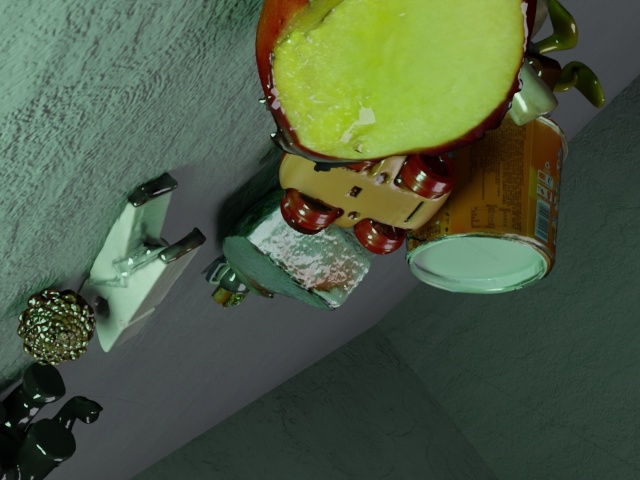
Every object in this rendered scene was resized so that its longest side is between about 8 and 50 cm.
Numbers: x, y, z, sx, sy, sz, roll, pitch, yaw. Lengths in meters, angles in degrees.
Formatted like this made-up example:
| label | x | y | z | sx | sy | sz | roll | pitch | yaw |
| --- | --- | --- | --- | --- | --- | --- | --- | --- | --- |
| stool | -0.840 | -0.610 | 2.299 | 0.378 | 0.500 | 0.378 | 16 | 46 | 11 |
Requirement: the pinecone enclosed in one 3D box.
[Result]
| label | x | y | z | sx | sy | sz | roll | pitch | yaw |
| --- | --- | --- | --- | --- | --- | --- | --- | --- | --- |
| pinecone | -0.332 | 0.111 | 1.565 | 0.102 | 0.102 | 0.109 | -39 | 170 | 2 |

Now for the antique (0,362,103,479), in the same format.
| label | x | y | z | sx | sy | sz | roll | pitch | yaw |
| --- | --- | --- | --- | --- | --- | --- | --- | --- | --- |
| antique | -0.488 | 0.329 | 1.786 | 0.255 | 0.185 | 0.322 | -52 | 164 | 28 |

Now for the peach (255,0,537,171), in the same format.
| label | x | y | z | sx | sy | sz | roll | pitch | yaw |
| --- | --- | --- | --- | --- | --- | --- | --- | --- | --- |
| peach | 0.070 | -0.240 | 1.166 | 0.258 | 0.201 | 0.361 | 2 | 145 | -6 |

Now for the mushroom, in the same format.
| label | x | y | z | sx | sy | sz | roll | pitch | yaw |
| --- | --- | --- | --- | --- | --- | --- | --- | --- | --- |
| mushroom | 0.224 | -0.244 | 1.608 | 0.207 | 0.215 | 0.207 | -37 | 178 | -2 |

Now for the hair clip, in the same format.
| label | x | y | z | sx | sy | sz | roll | pitch | yaw |
| --- | --- | --- | --- | --- | --- | --- | --- | --- | --- |
| hair clip | -0.239 | 0.042 | 1.596 | 0.085 | 0.101 | 0.331 | -37 | 172 | -33 |

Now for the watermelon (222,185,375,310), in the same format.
| label | x | y | z | sx | sy | sz | roll | pitch | yaw |
| --- | --- | --- | --- | --- | --- | --- | --- | --- | --- |
| watermelon | 0.001 | 0.009 | 1.906 | 0.290 | 0.213 | 0.320 | -25 | 161 | -21 |

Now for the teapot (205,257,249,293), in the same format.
| label | x | y | z | sx | sy | sz | roll | pitch | yaw |
| --- | --- | --- | --- | --- | --- | --- | --- | --- | --- |
| teapot | -0.149 | 0.051 | 2.066 | 0.088 | 0.066 | 0.057 | -2 | 128 | -35 |

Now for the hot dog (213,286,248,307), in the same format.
| label | x | y | z | sx | sy | sz | roll | pitch | yaw |
| --- | --- | --- | --- | --- | --- | --- | --- | --- | --- |
| hot dog | -0.151 | 0.084 | 2.223 | 0.056 | 0.041 | 0.133 | -28 | 165 | -43 |

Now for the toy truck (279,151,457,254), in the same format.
| label | x | y | z | sx | sy | sz | roll | pitch | yaw |
| --- | --- | --- | --- | --- | --- | --- | --- | --- | --- |
| toy truck | 0.067 | -0.127 | 1.752 | 0.265 | 0.239 | 0.189 | 17 | 133 | -25 |

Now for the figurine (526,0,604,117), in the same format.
| label | x | y | z | sx | sy | sz | roll | pitch | yaw |
| --- | --- | --- | --- | --- | --- | --- | --- | --- | --- |
| figurine | 0.295 | -0.229 | 1.989 | 0.338 | 0.204 | 0.283 | -28 | -172 | -1 |

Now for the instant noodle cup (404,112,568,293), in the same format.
| label | x | y | z | sx | sy | sz | roll | pitch | yaw |
| --- | --- | --- | --- | --- | --- | --- | --- | --- | --- |
| instant noodle cup | 0.249 | -0.056 | 1.933 | 0.296 | 0.214 | 0.296 | 3 | 155 | 2 |
